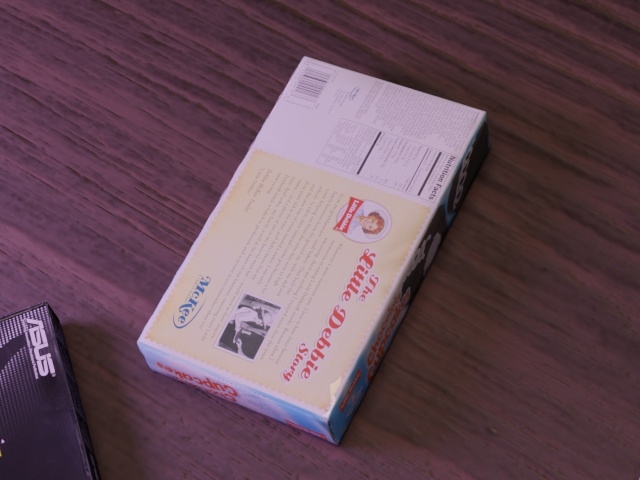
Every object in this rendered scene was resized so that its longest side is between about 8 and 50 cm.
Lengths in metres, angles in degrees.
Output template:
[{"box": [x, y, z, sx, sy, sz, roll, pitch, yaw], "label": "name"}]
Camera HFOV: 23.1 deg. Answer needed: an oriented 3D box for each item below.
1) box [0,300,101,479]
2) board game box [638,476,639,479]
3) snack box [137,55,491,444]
[{"box": [-0.293, 0.167, 1.339, 0.184, 0.045, 0.191, -20, 59, 1], "label": "box"}, {"box": [0.358, 0.290, 1.143, 0.317, 0.046, 0.214, 21, 67, 21], "label": "board game box"}, {"box": [0.000, 0.000, 1.370, 0.187, 0.060, 0.322, 20, 66, 21], "label": "snack box"}]
